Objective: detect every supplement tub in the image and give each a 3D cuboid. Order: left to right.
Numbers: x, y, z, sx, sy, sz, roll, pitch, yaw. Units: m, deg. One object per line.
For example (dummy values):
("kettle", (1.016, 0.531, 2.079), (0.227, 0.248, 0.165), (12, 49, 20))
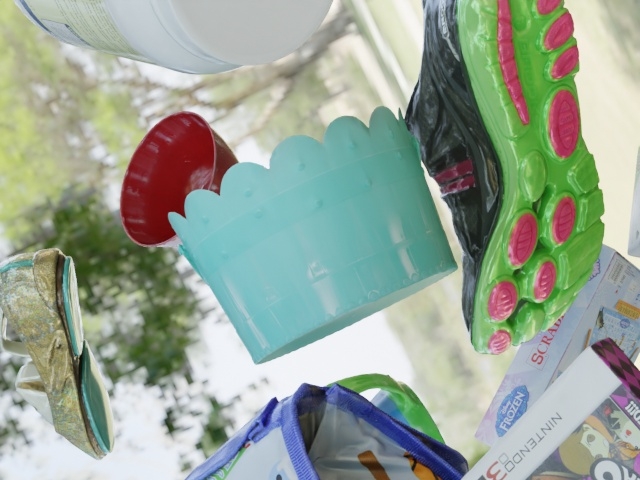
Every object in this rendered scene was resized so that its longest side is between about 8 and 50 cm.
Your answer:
("supplement tub", (-0.153, -0.289, 1.432), (0.324, 0.235, 0.235), (21, 144, 51))

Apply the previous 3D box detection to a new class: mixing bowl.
("mixing bowl", (-0.161, -0.065, 1.863), (0.098, 0.181, 0.181), (22, -146, -42))

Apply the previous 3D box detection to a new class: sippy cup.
("sippy cup", (0.065, 0.353, 2.122), (0.240, 0.224, 0.306), (131, 115, -77))

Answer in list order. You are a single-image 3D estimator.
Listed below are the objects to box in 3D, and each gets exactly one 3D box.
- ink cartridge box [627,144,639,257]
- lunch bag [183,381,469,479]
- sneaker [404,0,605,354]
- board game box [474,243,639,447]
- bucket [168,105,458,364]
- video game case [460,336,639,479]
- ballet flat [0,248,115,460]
("ink cartridge box", (0.463, -0.067, 1.866), (0.219, 0.092, 0.160), (80, -162, -80))
("lunch bag", (0.017, 0.335, 1.169), (0.385, 0.328, 0.239), (48, -147, 4))
("sneaker", (0.210, -0.096, 1.727), (0.202, 0.185, 0.483), (30, 129, 57))
("board game box", (0.371, 0.175, 2.110), (0.066, 0.318, 0.318), (27, 180, 30))
("bucket", (0.000, 0.000, 1.542), (0.281, 0.281, 0.183), (46, -161, -83))
("video game case", (0.192, 0.217, 0.947), (0.232, 0.210, 0.041), (50, -149, 21))
("ballet flat", (-0.347, 0.151, 1.878), (0.123, 0.123, 0.349), (-112, 12, -47))
